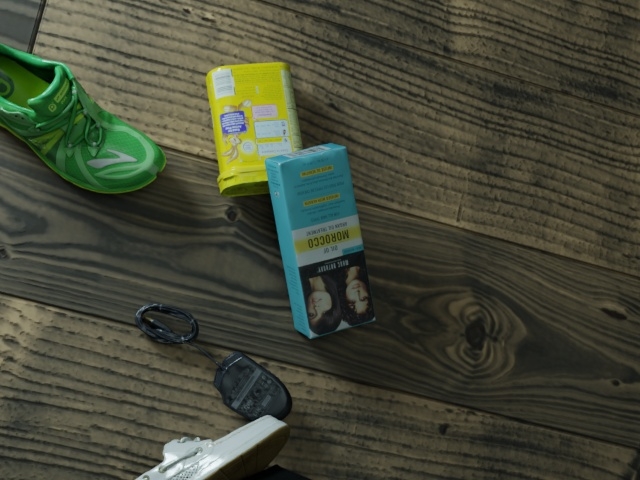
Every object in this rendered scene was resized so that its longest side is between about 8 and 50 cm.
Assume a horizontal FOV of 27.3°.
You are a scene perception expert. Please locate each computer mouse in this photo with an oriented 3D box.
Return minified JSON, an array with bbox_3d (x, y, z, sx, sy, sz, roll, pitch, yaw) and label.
[{"bbox_3d":[-0.141,0.161,1.753,0.242,0.041,0.071,37,88,0],"label":"computer mouse"}]

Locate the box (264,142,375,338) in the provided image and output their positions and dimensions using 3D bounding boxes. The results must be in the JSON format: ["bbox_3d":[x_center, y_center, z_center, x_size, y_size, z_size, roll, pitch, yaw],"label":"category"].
[{"bbox_3d":[0.000,0.000,1.765,0.100,0.060,0.244,-15,104,-18],"label":"box"}]

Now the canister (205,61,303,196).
[{"bbox_3d":[-0.087,-0.154,1.811,0.126,0.073,0.170,-6,79,-17],"label":"canister"}]

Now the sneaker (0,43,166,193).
[{"bbox_3d":[-0.339,-0.157,1.714,0.295,0.123,0.109,30,72,-8],"label":"sneaker"}]

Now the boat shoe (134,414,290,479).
[{"bbox_3d":[-0.169,0.292,1.682,0.277,0.098,0.096,-31,59,-19],"label":"boat shoe"}]

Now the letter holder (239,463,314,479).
[{"bbox_3d":[-0.117,0.435,1.582,0.302,0.152,0.214,-18,104,-32],"label":"letter holder"}]
